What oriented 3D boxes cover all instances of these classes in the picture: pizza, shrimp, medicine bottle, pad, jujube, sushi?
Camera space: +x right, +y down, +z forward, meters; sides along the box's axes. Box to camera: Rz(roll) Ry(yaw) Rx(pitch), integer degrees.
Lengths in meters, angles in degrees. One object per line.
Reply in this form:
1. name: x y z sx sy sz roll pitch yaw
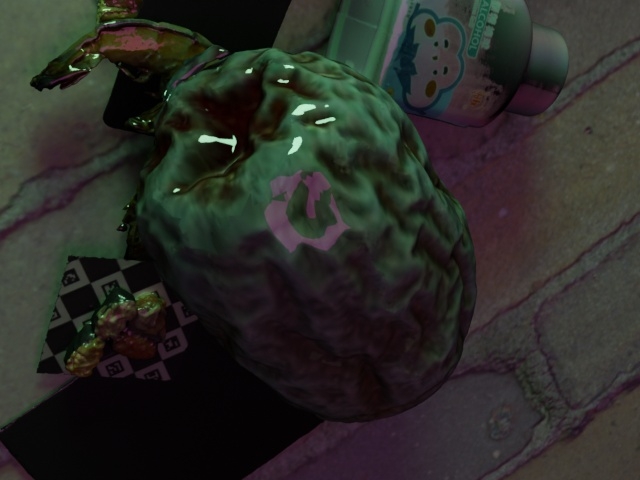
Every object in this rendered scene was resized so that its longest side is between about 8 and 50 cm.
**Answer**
1. pizza: -0.124 -0.217 0.734 0.123 0.026 0.109 -30 120 -11
2. shrimp: -0.154 -0.077 0.766 0.147 0.035 0.195 14 109 -36
3. medicine bottle: 0.109 -0.158 0.835 0.187 0.094 0.119 9 106 -29
4. pad: -0.109 0.151 0.914 0.299 0.005 0.202 -35 123 -10
5. jujube: 0.000 0.000 0.758 0.226 0.226 0.317 -42 135 -5
6. pad: -0.093 -0.144 0.773 0.112 0.003 0.157 10 121 -30
7. sushi: -0.155 0.073 0.825 0.126 0.026 0.120 7 118 -29
